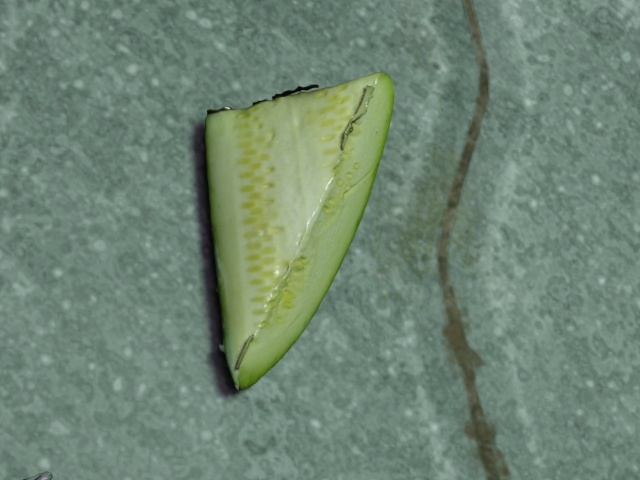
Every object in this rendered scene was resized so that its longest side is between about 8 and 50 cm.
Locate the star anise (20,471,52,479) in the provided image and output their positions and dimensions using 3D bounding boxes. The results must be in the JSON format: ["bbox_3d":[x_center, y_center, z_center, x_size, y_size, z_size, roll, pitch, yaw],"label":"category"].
[{"bbox_3d":[-0.278,0.247,1.427,0.182,0.065,0.195,-9,90,-29],"label":"star anise"}]

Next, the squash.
[{"bbox_3d":[0.000,0.000,1.621,0.169,0.093,0.252,-13,70,19],"label":"squash"}]
